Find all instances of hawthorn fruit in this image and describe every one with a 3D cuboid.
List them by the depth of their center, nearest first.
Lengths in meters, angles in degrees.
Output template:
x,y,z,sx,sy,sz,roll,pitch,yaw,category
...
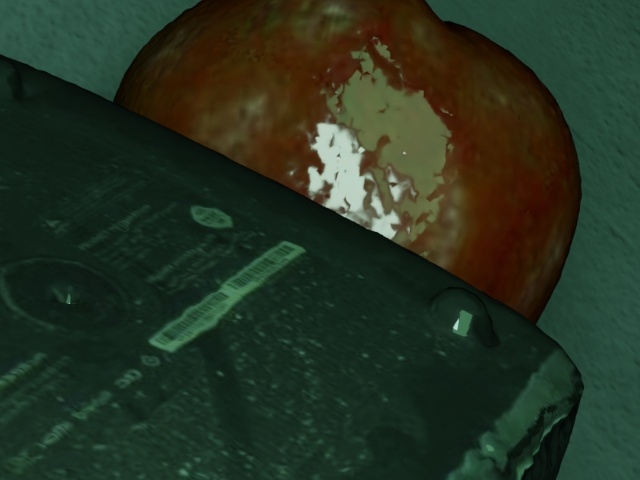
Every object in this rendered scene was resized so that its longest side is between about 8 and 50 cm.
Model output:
x,y,z,sx,sy,sz,roll,pitch,yaw,category
0.012,-0.012,1.107,0.295,0.295,0.311,7,60,-28,hawthorn fruit

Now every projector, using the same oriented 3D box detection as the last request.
x,y,z,sx,sy,sz,roll,pitch,yaw,category
-0.133,0.115,0.825,0.405,0.242,0.395,26,28,16,projector
